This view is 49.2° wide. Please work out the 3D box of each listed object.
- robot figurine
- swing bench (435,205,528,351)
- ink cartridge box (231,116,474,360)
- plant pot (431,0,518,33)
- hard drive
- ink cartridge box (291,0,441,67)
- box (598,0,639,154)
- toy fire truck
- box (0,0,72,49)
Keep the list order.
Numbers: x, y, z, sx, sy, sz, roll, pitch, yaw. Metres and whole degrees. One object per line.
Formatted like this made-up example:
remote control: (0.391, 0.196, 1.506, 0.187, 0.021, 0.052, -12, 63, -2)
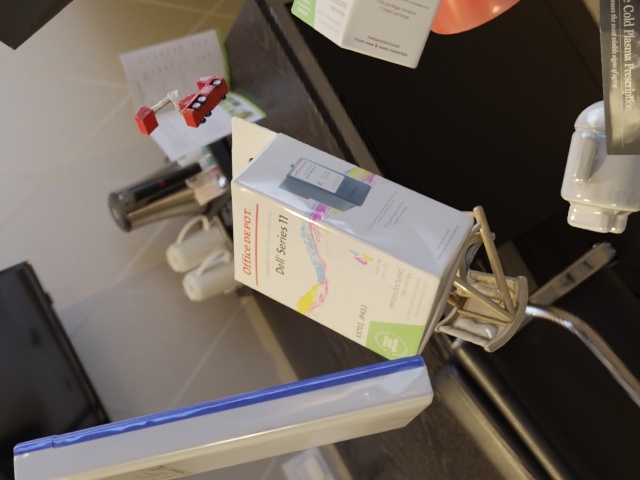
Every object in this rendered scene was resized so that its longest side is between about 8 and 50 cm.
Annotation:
robot figurine: (0.727, -0.199, 1.756, 0.199, 0.299, 0.354, 17, 103, 44)
swing bench: (0.288, 0.075, 1.468, 0.255, 0.165, 0.253, 52, 169, -12)
ink cartridge box: (0.000, 0.000, 0.921, 0.353, 0.119, 0.207, 25, 142, 17)
plant pot: (0.250, -0.557, 1.258, 0.275, 0.275, 0.243, 13, 152, 53)
hard drive: (-0.072, 0.173, 0.626, 0.210, 0.318, 0.040, 91, 166, -69)
ink cartridge box: (0.081, -0.376, 0.848, 0.198, 0.114, 0.273, 55, 130, 55)
box: (0.605, -0.314, 1.071, 0.312, 0.179, 0.343, 2, 138, 28)
toy fire truck: (-0.308, -0.304, 1.560, 0.135, 0.192, 0.047, 15, 143, 23)
box: (-0.281, -0.357, 0.732, 0.184, 0.103, 0.261, -25, 49, 34)
